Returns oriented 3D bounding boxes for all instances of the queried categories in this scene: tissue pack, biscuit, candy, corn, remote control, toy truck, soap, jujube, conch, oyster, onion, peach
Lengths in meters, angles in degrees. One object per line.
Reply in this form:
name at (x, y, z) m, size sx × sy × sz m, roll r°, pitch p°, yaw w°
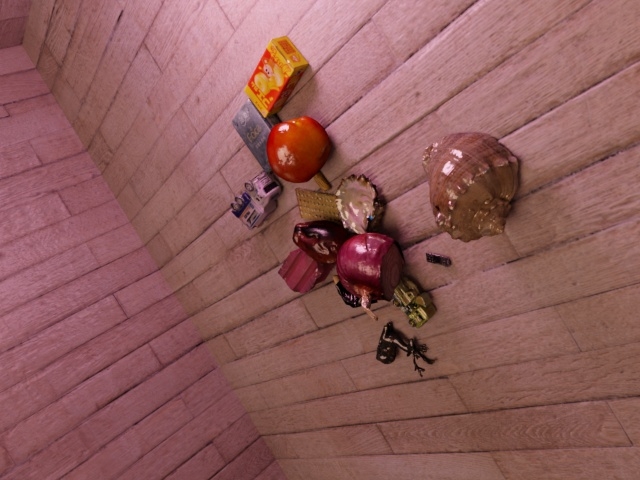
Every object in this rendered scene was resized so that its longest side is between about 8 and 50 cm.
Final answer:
tissue pack at (-0.225, -0.419, 2.260) m, size 0.257 × 0.081 × 0.185 m, roll 55°, pitch 140°, yaw 2°
biscuit at (-0.004, -0.133, 2.265) m, size 0.232 × 0.016 × 0.138 m, roll 13°, pitch 124°, yaw 41°
candy at (-0.165, -0.591, 2.080) m, size 0.146 × 0.088 × 0.276 m, roll 51°, pitch 140°, yaw 7°
corn at (0.002, -0.226, 2.183) m, size 0.092 × 0.037 × 0.037 m, roll 55°, pitch 141°, yaw 4°
remote control at (0.406, 0.065, 1.967) m, size 0.096 × 0.014 × 0.039 m, roll 14°, pitch 124°, yaw 42°
toy truck at (0.338, 0.215, 2.084) m, size 0.191 × 0.085 × 0.116 m, roll 52°, pitch 136°, yaw 11°
soap at (-0.054, 0.107, 2.399) m, size 0.182 × 0.112 × 0.289 m, roll 46°, pitch 140°, yaw 13°
jujube at (0.000, 0.000, 2.215) m, size 0.237 × 0.168 × 0.168 m, roll 17°, pitch 128°, yaw 19°
toy truck at (-0.263, -0.170, 2.433) m, size 0.155 × 0.124 × 0.268 m, roll 48°, pitch 142°, yaw 1°
conch at (0.418, -0.161, 1.671) m, size 0.352 × 0.210 × 0.297 m, roll 42°, pitch 124°, yaw 16°
oyster at (0.149, -0.114, 2.068) m, size 0.198 × 0.092 × 0.259 m, roll -13°, pitch 96°, yaw 49°
onion at (0.164, 0.092, 2.031) m, size 0.231 × 0.272 × 0.256 m, roll 11°, pitch 119°, yaw 34°
peach at (-0.079, -0.327, 2.073) m, size 0.199 × 0.244 × 0.243 m, roll -98°, pitch -7°, yaw -71°

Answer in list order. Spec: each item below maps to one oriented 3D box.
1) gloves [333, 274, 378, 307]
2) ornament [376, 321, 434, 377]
gloves at (0.127, 0.163, 2.245) m, size 0.165 × 0.124 × 0.203 m, roll -19°, pitch 83°, yaw 35°
ornament at (0.332, 0.458, 2.249) m, size 0.236 × 0.080 × 0.202 m, roll 28°, pitch 129°, yaw 31°
